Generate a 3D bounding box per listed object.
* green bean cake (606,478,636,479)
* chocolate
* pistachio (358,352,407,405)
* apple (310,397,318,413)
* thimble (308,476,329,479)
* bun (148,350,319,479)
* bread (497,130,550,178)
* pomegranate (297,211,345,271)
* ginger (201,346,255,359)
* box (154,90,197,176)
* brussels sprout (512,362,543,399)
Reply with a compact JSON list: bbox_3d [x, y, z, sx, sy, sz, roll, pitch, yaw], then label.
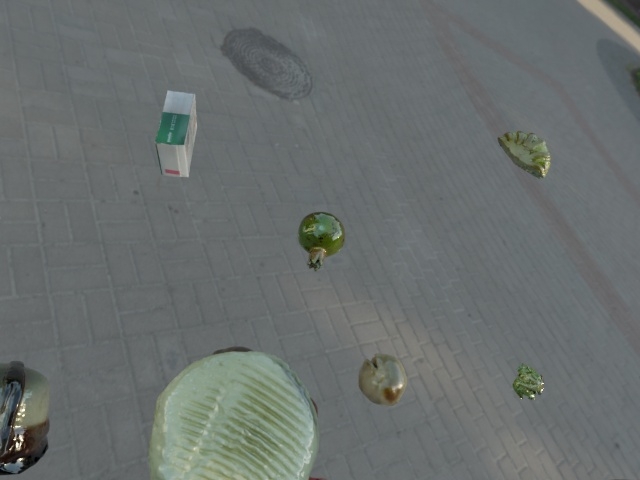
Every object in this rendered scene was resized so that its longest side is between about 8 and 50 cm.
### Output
[{"bbox_3d":[0.578,0.476,0.750,0.334,0.319,0.218,-1,53,-2],"label":"green bean cake"},{"bbox_3d":[-0.755,0.381,1.118,0.283,0.186,0.283,17,7,-2],"label":"chocolate"},{"bbox_3d":[0.170,0.382,1.342,0.144,0.144,0.215,51,-2,11],"label":"pistachio"},{"bbox_3d":[-0.120,0.637,1.799,0.229,0.230,0.230,21,45,-22],"label":"apple"},{"bbox_3d":[-0.039,0.590,0.816,0.349,0.351,0.230,-5,28,-40],"label":"thimble"},{"bbox_3d":[-0.111,0.255,0.628,0.220,0.134,0.221,7,73,-22],"label":"bun"},{"bbox_3d":[0.553,-0.236,1.297,0.157,0.094,0.083,62,13,15],"label":"bread"},{"bbox_3d":[0.000,0.000,1.575,0.159,0.159,0.205,25,56,-18],"label":"pomegranate"},{"bbox_3d":[-0.301,0.498,1.875,0.254,0.418,0.176,9,75,-29],"label":"ginger"},{"bbox_3d":[-0.391,-0.291,1.339,0.080,0.135,0.199,7,57,-7],"label":"box"},{"bbox_3d":[0.508,0.346,1.177,0.085,0.058,0.085,-3,95,-40],"label":"brussels sprout"}]
